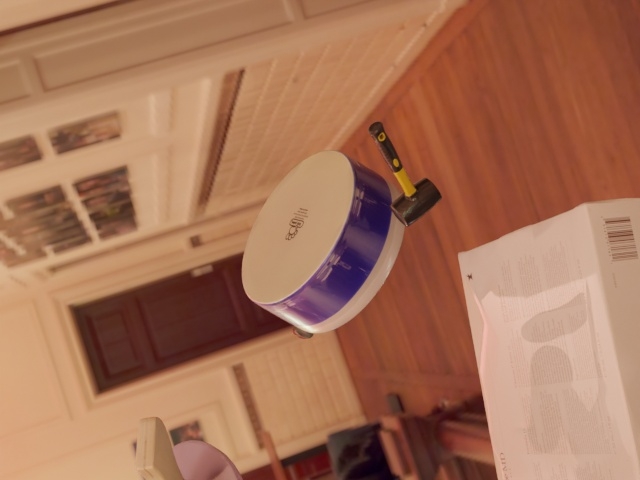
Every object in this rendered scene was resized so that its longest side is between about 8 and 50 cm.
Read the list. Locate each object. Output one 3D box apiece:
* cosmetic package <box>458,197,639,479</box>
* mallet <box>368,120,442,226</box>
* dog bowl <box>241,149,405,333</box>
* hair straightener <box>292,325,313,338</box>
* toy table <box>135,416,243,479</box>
[{"bbox_3d":[0.296,0.166,1.141,0.284,0.097,0.377,153,110,-64],"label":"cosmetic package"},{"bbox_3d":[0.087,-0.076,1.163,0.039,0.062,0.190,48,-175,36],"label":"mallet"},{"bbox_3d":[0.000,0.000,1.472,0.104,0.265,0.265,31,-169,-29],"label":"dog bowl"},{"bbox_3d":[0.013,0.101,2.038,0.047,0.230,0.089,31,171,-6],"label":"hair straightener"},{"bbox_3d":[-0.194,0.379,1.270,0.161,0.252,0.274,53,-163,-55],"label":"toy table"}]
